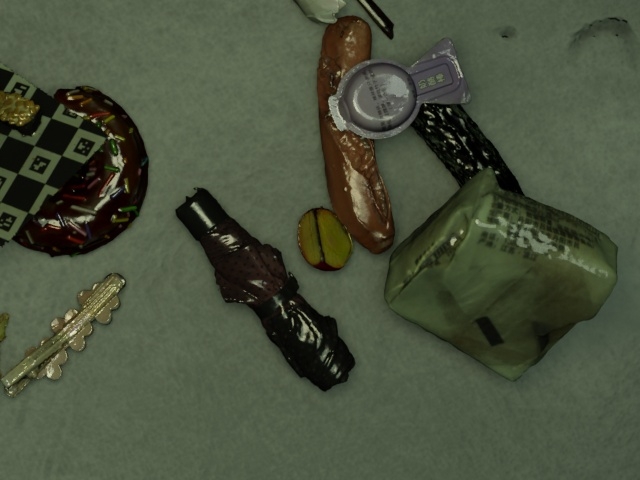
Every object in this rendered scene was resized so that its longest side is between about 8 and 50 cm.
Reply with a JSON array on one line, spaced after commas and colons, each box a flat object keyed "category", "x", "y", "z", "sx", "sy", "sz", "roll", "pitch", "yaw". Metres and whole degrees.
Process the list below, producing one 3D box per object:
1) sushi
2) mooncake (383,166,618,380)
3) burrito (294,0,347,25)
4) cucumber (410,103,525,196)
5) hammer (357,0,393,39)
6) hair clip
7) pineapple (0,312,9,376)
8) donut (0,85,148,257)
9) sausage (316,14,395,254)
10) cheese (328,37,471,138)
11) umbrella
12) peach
[{"category": "sushi", "x": -0.429, "y": -0.143, "z": 1.713, "sx": 0.279, "sy": 0.043, "sz": 0.192, "roll": 36, "pitch": 77, "yaw": 26}, {"category": "mooncake", "x": 0.238, "y": 0.039, "z": 1.787, "sx": 0.254, "sy": 0.136, "sz": 0.250, "roll": 30, "pitch": 130, "yaw": -11}, {"category": "burrito", "x": -0.047, "y": -0.370, "z": 1.832, "sx": 0.203, "sy": 0.064, "sz": 0.064, "roll": 43, "pitch": 84, "yaw": -3}, {"category": "cucumber", "x": 0.205, "y": -0.110, "z": 1.858, "sx": 0.081, "sy": 0.072, "sz": 0.303, "roll": -42, "pitch": 95, "yaw": -19}, {"category": "hammer", "x": 0.048, "y": -0.351, "z": 1.864, "sx": 0.065, "sy": 0.021, "sz": 0.178, "roll": -42, "pitch": 95, "yaw": -7}, {"category": "hair clip", "x": -0.337, "y": 0.128, "z": 1.798, "sx": 0.062, "sy": 0.056, "sz": 0.214, "roll": 43, "pitch": 76, "yaw": 11}, {"category": "pineapple", "x": -0.448, "y": 0.136, "z": 1.773, "sx": 0.114, "sy": 0.077, "sz": 0.114, "roll": 37, "pitch": 72, "yaw": -10}, {"category": "donut", "x": -0.338, "y": -0.086, "z": 1.773, "sx": 0.230, "sy": 0.096, "sz": 0.216, "roll": -17, "pitch": 92, "yaw": -8}, {"category": "sausage", "x": 0.043, "y": -0.142, "z": 1.834, "sx": 0.087, "sy": 0.079, "sz": 0.327, "roll": -6, "pitch": 89, "yaw": 5}, {"category": "cheese", "x": 0.102, "y": -0.195, "z": 1.786, "sx": 0.190, "sy": 0.042, "sz": 0.105, "roll": -19, "pitch": 92, "yaw": -11}, {"category": "umbrella", "x": -0.073, "y": 0.062, "z": 1.811, "sx": 0.094, "sy": 0.090, "sz": 0.326, "roll": -37, "pitch": 95, "yaw": 16}, {"category": "peach", "x": 0.000, "y": 0.000, "z": 1.839, "sx": 0.083, "sy": 0.050, "sz": 0.077, "roll": 50, "pitch": 53, "yaw": -20}]
